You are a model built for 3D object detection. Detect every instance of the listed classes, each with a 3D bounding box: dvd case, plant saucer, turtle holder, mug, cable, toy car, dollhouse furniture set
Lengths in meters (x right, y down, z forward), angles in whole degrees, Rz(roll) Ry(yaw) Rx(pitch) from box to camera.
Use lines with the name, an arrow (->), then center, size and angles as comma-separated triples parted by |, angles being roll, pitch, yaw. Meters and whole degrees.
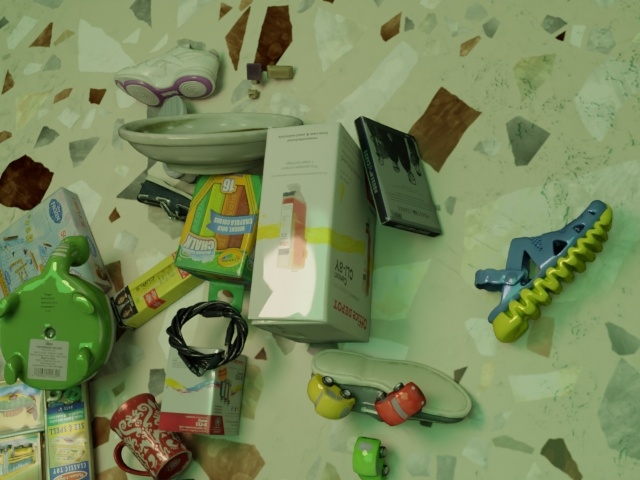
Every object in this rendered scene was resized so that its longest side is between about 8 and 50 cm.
dvd case -> 0.160, -0.130, 1.318 | 0.029, 0.179, 0.239 | -30, 62, 38
plant saucer -> -0.237, -0.215, 1.420 | 0.400, 0.400, 0.101 | 7, 108, 24
turtle holder -> -0.596, 0.173, 1.461 | 0.243, 0.227, 0.320 | -26, 88, 1
mug -> -0.367, 0.444, 1.394 | 0.169, 0.113, 0.150 | 39, 124, 30
cable -> -0.236, 0.185, 1.322 | 0.150, 0.047, 0.184 | -39, 50, -11
toy car -> 0.084, 0.366, 1.199 | 0.239, 0.053, 0.225 | 0, 106, 28
dollhouse furniture set -> -0.125, -0.412, 1.618 | 0.114, 0.091, 0.081 | 1, 30, 0

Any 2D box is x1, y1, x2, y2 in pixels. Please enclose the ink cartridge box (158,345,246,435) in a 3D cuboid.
ink cartridge box -> -0.249, 0.320, 1.369 | 0.127, 0.128, 0.176 | -2, 73, 22

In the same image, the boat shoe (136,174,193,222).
boat shoe -> -0.355, -0.089, 1.562 | 0.254, 0.095, 0.079 | 24, 82, 28

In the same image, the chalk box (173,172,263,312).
chalk box -> -0.188, 0.014, 1.413 | 0.180, 0.179, 0.289 | 6, 76, 24

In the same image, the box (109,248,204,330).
box -> -0.390, 0.116, 1.531 | 0.232, 0.058, 0.087 | -33, 63, 9

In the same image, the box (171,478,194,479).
box -> -0.359, 0.588, 1.287 | 0.167, 0.203, 0.169 | -24, 66, 14

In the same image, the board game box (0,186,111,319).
board game box -> -0.734, 0.074, 1.683 | 0.318, 0.066, 0.319 | -34, 64, 10

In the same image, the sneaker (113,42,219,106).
sneaker -> -0.401, -0.443, 1.702 | 0.305, 0.114, 0.152 | 1, 61, 18

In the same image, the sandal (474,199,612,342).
sandal -> 0.407, 0.036, 1.195 | 0.317, 0.126, 0.138 | -44, 59, 3

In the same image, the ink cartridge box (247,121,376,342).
ink cartridge box -> 0.000, 0.000, 1.285 | 0.160, 0.279, 0.385 | -1, 74, 21

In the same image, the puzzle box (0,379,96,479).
puzzle box -> -0.736, 0.459, 1.465 | 0.408, 0.052, 0.272 | -9, 68, -11

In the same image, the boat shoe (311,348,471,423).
boat shoe -> 0.133, 0.300, 1.254 | 0.319, 0.116, 0.099 | 12, 121, 18

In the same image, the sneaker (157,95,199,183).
sneaker -> -0.354, -0.249, 1.617 | 0.094, 0.091, 0.258 | -22, 57, 22
